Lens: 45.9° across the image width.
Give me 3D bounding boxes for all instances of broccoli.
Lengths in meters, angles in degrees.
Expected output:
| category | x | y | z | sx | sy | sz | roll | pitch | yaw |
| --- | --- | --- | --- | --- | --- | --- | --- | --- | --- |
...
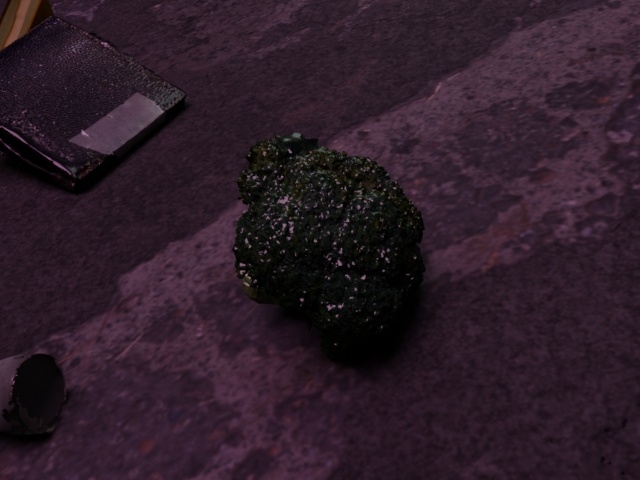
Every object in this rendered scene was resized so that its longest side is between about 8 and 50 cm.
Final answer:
| category | x | y | z | sx | sy | sz | roll | pitch | yaw |
| --- | --- | --- | --- | --- | --- | --- | --- | --- | --- |
| broccoli | 0.000 | 0.000 | 0.619 | 0.156 | 0.195 | 0.195 | -18 | 33 | 36 |

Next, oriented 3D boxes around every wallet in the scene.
| category | x | y | z | sx | sy | sz | roll | pitch | yaw |
| --- | --- | --- | --- | --- | --- | --- | --- | --- | --- |
| wallet | -0.348 | -0.190 | 1.026 | 0.262 | 0.071 | 0.221 | 29 | 52 | 17 |

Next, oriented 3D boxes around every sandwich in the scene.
| category | x | y | z | sx | sy | sz | roll | pitch | yaw |
| --- | --- | --- | --- | --- | --- | --- | --- | --- | --- |
| sandwich | -0.503 | -0.288 | 1.194 | 0.117 | 0.144 | 0.187 | 18 | 50 | 41 |

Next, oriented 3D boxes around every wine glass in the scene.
| category | x | y | z | sx | sy | sz | roll | pitch | yaw |
| --- | --- | --- | --- | --- | --- | --- | --- | --- | --- |
| wine glass | -0.305 | 0.137 | 0.653 | 0.156 | 0.072 | 0.072 | -7 | 40 | 15 |
